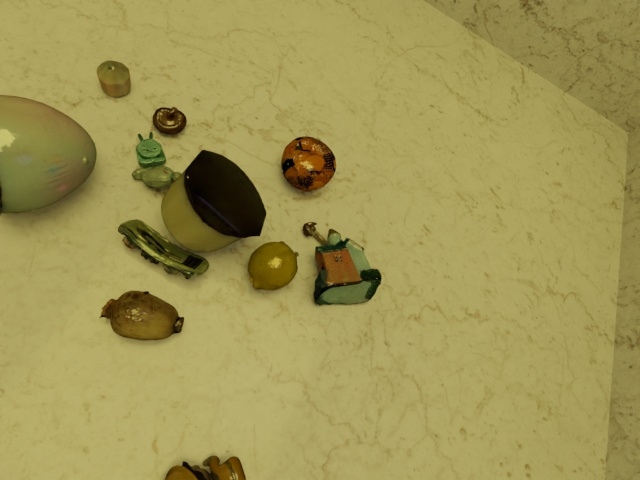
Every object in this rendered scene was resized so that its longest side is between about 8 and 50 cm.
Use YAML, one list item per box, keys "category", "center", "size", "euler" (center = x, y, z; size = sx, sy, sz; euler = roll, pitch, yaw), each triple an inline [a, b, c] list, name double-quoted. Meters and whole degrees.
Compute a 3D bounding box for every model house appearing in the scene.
- category: "model house"
  center: [0.078, 0.089, 1.652]
  size: [0.253, 0.184, 0.291]
  euler: [-4, 61, -19]

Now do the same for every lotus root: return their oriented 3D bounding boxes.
- category: "lotus root"
  center: [-0.573, 0.243, 1.365]
  size: [0.257, 0.140, 0.154]
  euler: [16, 71, -20]

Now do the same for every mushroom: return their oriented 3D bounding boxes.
- category: "mushroom"
  center: [-0.597, -0.476, 1.673]
  size: [0.126, 0.085, 0.109]
  euler: [18, 100, -15]
- category: "mushroom"
  center: [0.000, 0.000, 1.712]
  size: [0.187, 0.061, 0.060]
  euler: [49, 61, -1]

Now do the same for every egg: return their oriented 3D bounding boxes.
- category: "egg"
  center: [-0.904, -0.284, 1.348]
  size: [0.340, 0.354, 0.354]
  euler: [-25, 79, -43]

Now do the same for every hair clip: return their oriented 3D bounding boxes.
- category: "hair clip"
  center: [-0.555, 0.045, 1.478]
  size: [0.321, 0.138, 0.091]
  euler: [34, 107, -5]

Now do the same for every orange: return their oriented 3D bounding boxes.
- category: "orange"
  center: [-0.049, -0.315, 1.748]
  size: [0.235, 0.182, 0.234]
  euler: [7, 57, -11]

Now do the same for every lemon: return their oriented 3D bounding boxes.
- category: "lemon"
  center: [-0.176, 0.096, 1.546]
  size: [0.173, 0.173, 0.206]
  euler: [45, 65, 2]

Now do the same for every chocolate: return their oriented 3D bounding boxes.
- category: "chocolate"
  center: [-0.392, -0.097, 1.471]
  size: [0.314, 0.297, 0.326]
  euler: [41, 26, -26]

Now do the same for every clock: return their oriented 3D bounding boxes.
- category: "clock"
  center: [-0.658, -0.348, 1.622]
  size: [0.101, 0.041, 0.135]
  euler: [-16, 76, -24]

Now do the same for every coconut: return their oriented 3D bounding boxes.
- category: "coconut"
  center: [-0.802, -0.634, 1.638]
  size: [0.116, 0.122, 0.116]
  euler: [7, 68, -17]

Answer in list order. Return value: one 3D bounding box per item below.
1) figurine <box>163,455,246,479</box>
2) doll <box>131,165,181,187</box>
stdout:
- category: "figurine"
  center: [-0.348, 0.731, 1.238]
  size: [0.257, 0.167, 0.192]
  euler: [-20, 64, -27]
- category: "doll"
  center: [-0.594, -0.236, 1.558]
  size: [0.214, 0.071, 0.103]
  euler: [7, 24, 20]
